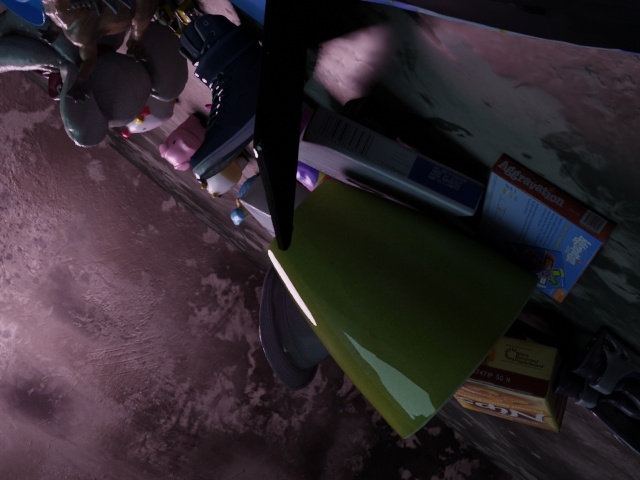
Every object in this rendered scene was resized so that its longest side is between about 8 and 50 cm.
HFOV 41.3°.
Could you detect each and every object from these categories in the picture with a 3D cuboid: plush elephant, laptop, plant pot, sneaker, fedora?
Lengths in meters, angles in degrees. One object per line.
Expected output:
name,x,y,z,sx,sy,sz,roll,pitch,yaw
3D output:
plush elephant,-0.369,-0.272,1.341,0.330,0.272,0.255,-23,95,52
laptop,-0.135,-0.232,0.852,0.237,0.407,0.382,4,168,2
plant pot,0.083,0.060,1.123,0.293,0.274,0.275,40,170,7
sneaker,-0.138,-0.190,1.085,0.163,0.226,0.086,43,141,-9
fedora,-0.007,0.137,1.589,0.275,0.124,0.243,-73,-37,-56

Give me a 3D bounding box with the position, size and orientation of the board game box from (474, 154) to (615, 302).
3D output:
board game box,0.263,-0.005,1.042,0.145,0.027,0.281,36,170,15

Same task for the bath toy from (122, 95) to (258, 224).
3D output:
bath toy,-0.271,-0.186,1.781,0.348,0.129,0.151,40,170,-11

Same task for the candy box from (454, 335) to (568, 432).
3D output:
candy box,0.309,0.235,1.422,0.183,0.087,0.316,12,163,23

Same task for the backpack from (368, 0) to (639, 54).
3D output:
backpack,0.043,-0.217,0.334,0.356,0.273,0.290,4,154,32

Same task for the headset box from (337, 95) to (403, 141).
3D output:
headset box,0.062,-0.149,1.076,0.062,0.032,0.083,41,171,-19

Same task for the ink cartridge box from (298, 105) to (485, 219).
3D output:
ink cartridge box,0.078,-0.091,1.083,0.223,0.045,0.224,25,177,-5

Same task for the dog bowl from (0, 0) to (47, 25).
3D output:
dog bowl,-0.397,-0.394,1.076,0.166,0.074,0.297,40,162,0

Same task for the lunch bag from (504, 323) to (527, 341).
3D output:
lunch bag,0.318,0.172,1.514,0.067,0.065,0.098,33,172,-40

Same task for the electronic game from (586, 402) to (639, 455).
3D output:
electronic game,0.512,0.316,1.390,0.229,0.048,0.229,36,-171,-7

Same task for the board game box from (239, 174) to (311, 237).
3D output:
board game box,0.000,0.000,1.766,0.224,0.097,0.303,30,166,41

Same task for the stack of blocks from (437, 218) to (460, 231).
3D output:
stack of blocks,0.202,0.067,1.391,0.171,0.087,0.297,36,170,7

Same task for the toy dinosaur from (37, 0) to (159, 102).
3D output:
toy dinosaur,-0.269,-0.315,1.094,0.127,0.295,0.200,40,128,1

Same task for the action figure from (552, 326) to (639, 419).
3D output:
action figure,0.486,0.246,1.217,0.285,0.099,0.185,33,162,3

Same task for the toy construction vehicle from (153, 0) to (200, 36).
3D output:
toy construction vehicle,-0.197,-0.319,1.224,0.086,0.035,0.098,20,165,26

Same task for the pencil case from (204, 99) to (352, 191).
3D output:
pencil case,-0.044,-0.156,1.227,0.236,0.104,0.104,38,170,-7
